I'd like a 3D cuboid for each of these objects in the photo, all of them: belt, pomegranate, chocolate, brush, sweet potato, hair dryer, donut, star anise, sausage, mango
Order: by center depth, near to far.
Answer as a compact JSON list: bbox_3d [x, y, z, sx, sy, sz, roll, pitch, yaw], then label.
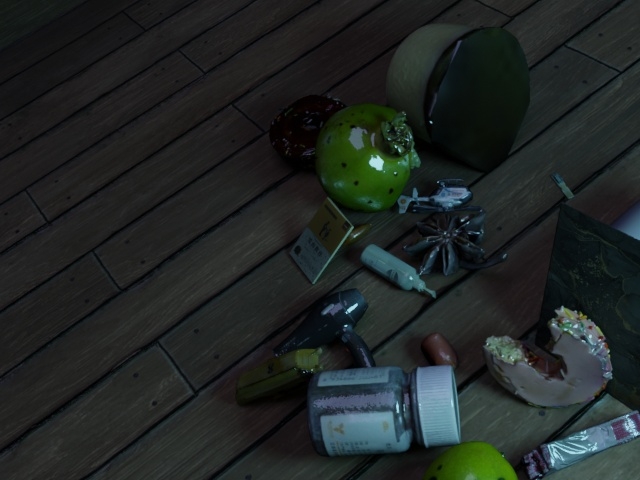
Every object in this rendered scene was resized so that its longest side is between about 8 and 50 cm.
[{"bbox_3d":[0.235,0.484,1.321,0.175,0.143,0.293,20,70,31],"label":"mango"},{"bbox_3d":[0.471,0.365,1.386,0.232,0.071,0.053,-23,65,0],"label":"belt"},{"bbox_3d":[0.432,0.221,1.439,0.233,0.199,0.085,-30,18,41],"label":"donut"},{"bbox_3d":[0.244,0.228,1.574,0.054,0.059,0.094,-24,46,-11],"label":"sausage"},{"bbox_3d":[0.043,0.247,1.613,0.236,0.091,0.271,-37,54,-2],"label":"hair dryer"},{"bbox_3d":[0.299,0.014,1.712,0.209,0.089,0.231,-34,45,-2],"label":"star anise"},{"bbox_3d":[0.563,-0.128,1.799,0.016,0.013,0.083,-20,51,-2],"label":"brush"},{"bbox_3d":[0.116,-0.203,1.800,0.261,0.341,0.260,5,73,-16],"label":"pomegranate"},{"bbox_3d":[0.084,-0.015,1.837,0.095,0.034,0.034,-37,51,-11],"label":"sweet potato"},{"bbox_3d":[0.311,-0.364,1.896,0.297,0.314,0.325,19,91,51],"label":"chocolate"},{"bbox_3d":[-0.017,-0.283,2.050,0.235,0.089,0.235,-9,50,11],"label":"donut"}]

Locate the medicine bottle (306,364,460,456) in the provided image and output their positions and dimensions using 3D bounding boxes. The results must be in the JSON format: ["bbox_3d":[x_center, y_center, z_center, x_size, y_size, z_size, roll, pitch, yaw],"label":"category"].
[{"bbox_3d":[0.121,0.322,1.468,0.274,0.165,0.165,-5,51,12],"label":"medicine bottle"}]

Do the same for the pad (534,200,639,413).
[{"bbox_3d":[0.505,0.127,1.382,0.007,0.367,0.248,-31,47,-28],"label":"pad"}]

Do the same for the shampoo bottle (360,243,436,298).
[{"bbox_3d":[0.177,0.073,1.724,0.195,0.056,0.056,31,66,35],"label":"shampoo bottle"}]

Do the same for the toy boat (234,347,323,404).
[{"bbox_3d":[-0.084,0.287,1.596,0.226,0.088,0.068,-28,40,25],"label":"toy boat"}]

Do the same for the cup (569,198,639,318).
[{"bbox_3d":[0.647,0.049,1.471,0.371,0.253,0.253,-41,52,-19],"label":"cup"}]

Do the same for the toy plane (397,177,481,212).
[{"bbox_3d":[0.281,-0.101,1.838,0.197,0.053,0.078,-1,61,11],"label":"toy plane"}]

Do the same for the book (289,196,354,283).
[{"bbox_3d":[0.000,0.000,1.799,0.172,0.012,0.118,-56,48,20],"label":"book"}]
